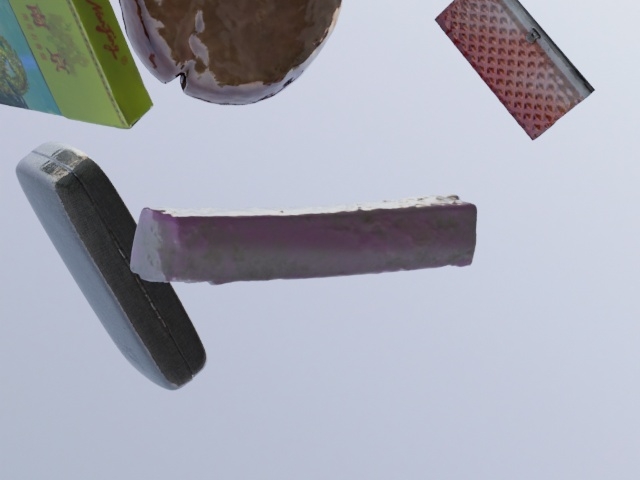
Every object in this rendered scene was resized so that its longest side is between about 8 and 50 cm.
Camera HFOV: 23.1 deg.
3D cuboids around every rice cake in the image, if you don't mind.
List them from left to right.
[{"bbox_3d":[0.000,0.000,1.426,0.365,0.056,0.072,-2,-76,-29],"label":"rice cake"}]

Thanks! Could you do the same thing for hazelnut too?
[{"bbox_3d":[-0.059,-0.159,0.946,0.154,0.143,0.143,61,-146,-24],"label":"hazelnut"}]

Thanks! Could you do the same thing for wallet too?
[{"bbox_3d":[0.232,-0.225,1.899,0.196,0.103,0.020,51,-146,1],"label":"wallet"}]

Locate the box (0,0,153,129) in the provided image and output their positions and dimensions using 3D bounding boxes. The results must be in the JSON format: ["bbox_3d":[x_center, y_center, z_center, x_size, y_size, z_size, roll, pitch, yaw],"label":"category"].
[{"bbox_3d":[-0.315,-0.211,1.479,0.047,0.335,0.187,-47,-47,-33],"label":"box"}]

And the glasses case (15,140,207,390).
[{"bbox_3d":[-0.239,0.032,1.815,0.074,0.131,0.323,-38,-57,-19],"label":"glasses case"}]
